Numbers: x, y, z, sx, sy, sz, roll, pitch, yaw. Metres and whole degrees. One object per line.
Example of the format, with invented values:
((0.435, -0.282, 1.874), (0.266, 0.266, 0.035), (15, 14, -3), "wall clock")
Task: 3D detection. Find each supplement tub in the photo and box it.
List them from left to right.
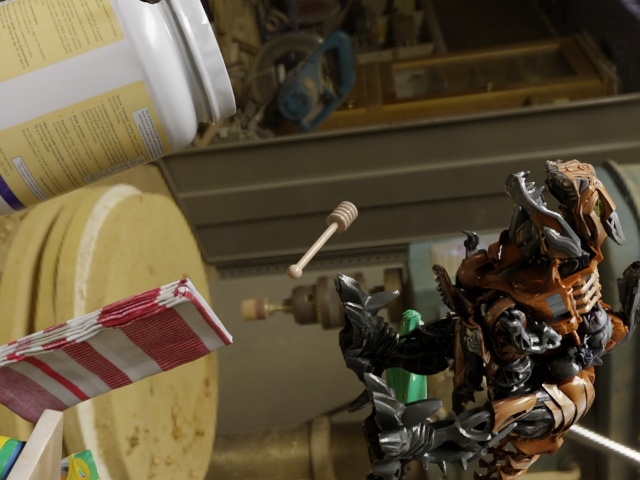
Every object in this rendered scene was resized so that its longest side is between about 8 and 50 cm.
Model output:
((-0.297, -0.193, 0.953), (0.241, 0.331, 0.241), (158, -90, -81), "supplement tub")

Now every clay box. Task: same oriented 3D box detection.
((-0.432, 0.433, 1.249), (0.127, 0.222, 0.053), (67, 14, 14), "clay box")

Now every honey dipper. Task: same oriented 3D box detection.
((0.000, 0.000, 0.983), (0.160, 0.030, 0.030), (-47, 136, -47), "honey dipper")

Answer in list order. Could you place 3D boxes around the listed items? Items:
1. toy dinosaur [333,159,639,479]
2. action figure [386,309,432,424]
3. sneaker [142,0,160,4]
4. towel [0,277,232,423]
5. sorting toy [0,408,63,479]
((0.133, 0.100, 0.573), (0.164, 0.218, 0.321), (-126, -150, -75), "toy dinosaur")
((0.147, 0.203, 1.250), (0.137, 0.063, 0.232), (-52, -159, 42), "action figure")
((-0.173, -0.291, 0.588), (0.106, 0.101, 0.267), (8, 52, -47), "sneaker")
((-0.305, 0.167, 1.091), (0.237, 0.329, 0.037), (71, -3, -63), "towel")
((-0.416, 0.380, 0.959), (0.255, 0.089, 0.257), (-78, -177, -55), "sorting toy")
